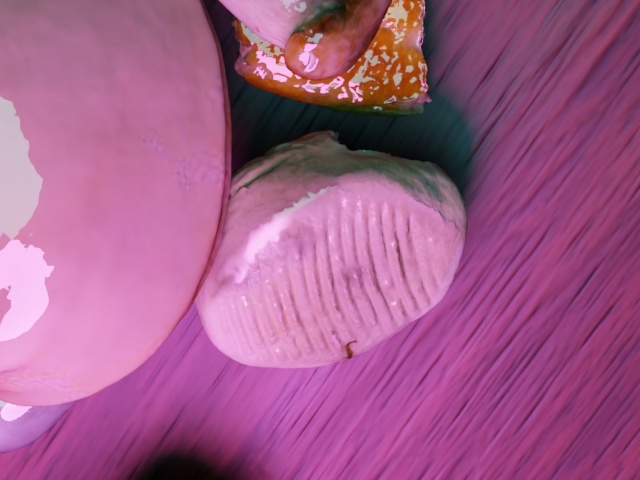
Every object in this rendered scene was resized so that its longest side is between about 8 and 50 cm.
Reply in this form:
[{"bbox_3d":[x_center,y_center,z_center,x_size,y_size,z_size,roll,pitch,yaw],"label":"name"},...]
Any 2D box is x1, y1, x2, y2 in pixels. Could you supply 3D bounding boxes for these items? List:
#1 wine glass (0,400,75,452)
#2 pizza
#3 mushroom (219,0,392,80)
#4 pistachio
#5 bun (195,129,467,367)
[{"bbox_3d":[-0.276,0.140,1.397,0.202,0.093,0.093,-36,102,15],"label":"wine glass"},{"bbox_3d":[0.019,-0.246,1.271,0.189,0.071,0.296,2,108,-4],"label":"pizza"},{"bbox_3d":[-0.077,-0.259,1.182,0.107,0.087,0.333,-38,88,-30],"label":"mushroom"},{"bbox_3d":[-0.248,-0.091,1.244,0.365,0.281,0.445,-9,91,8],"label":"pistachio"},{"bbox_3d":[0.000,0.000,1.316,0.237,0.116,0.210,-29,135,4],"label":"bun"}]
